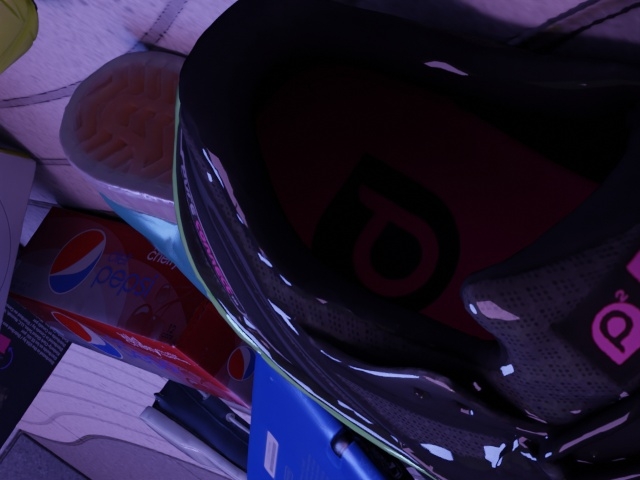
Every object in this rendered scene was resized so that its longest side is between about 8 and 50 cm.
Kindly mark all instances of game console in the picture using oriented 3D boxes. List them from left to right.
[{"bbox_3d":[0.089,0.170,1.180,0.250,0.173,0.293,50,159,20],"label":"game console"}]

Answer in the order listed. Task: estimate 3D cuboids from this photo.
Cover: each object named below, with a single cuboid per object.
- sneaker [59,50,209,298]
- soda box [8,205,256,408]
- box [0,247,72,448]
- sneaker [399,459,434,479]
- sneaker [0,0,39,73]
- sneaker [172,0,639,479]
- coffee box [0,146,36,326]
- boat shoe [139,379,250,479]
[{"bbox_3d":[0.000,0.000,0.869,0.302,0.108,0.121,31,168,37],"label":"sneaker"},{"bbox_3d":[-0.131,0.045,1.290,0.263,0.083,0.092,12,155,51],"label":"soda box"},{"bbox_3d":[-0.379,0.124,1.673,0.165,0.270,0.143,17,157,47],"label":"box"},{"bbox_3d":[0.051,0.130,1.262,0.162,0.063,0.073,-2,134,50],"label":"sneaker"},{"bbox_3d":[-0.295,-0.149,0.944,0.295,0.123,0.109,26,164,26],"label":"sneaker"},{"bbox_3d":[0.132,0.058,0.623,0.483,0.185,0.202,27,168,17],"label":"sneaker"},{"bbox_3d":[-0.468,0.043,1.266,0.338,0.334,0.338,12,180,41],"label":"coffee box"},{"bbox_3d":[-0.055,0.200,1.627,0.254,0.079,0.095,26,166,31],"label":"boat shoe"}]
